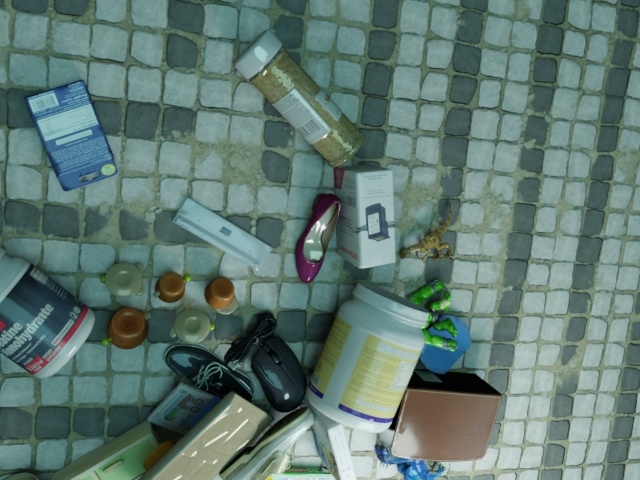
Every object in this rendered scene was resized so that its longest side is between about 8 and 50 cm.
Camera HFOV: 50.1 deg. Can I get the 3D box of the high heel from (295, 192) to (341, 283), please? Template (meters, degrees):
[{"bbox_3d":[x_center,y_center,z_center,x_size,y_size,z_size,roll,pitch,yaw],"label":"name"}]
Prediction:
[{"bbox_3d":[0.000,0.000,1.742,0.082,0.117,0.244,16,95,-20],"label":"high heel"}]

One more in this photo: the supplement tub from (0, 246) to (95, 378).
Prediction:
[{"bbox_3d":[-0.661,0.159,1.518,0.272,0.191,0.191,43,86,-21],"label":"supplement tub"}]

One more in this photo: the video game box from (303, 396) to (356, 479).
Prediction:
[{"bbox_3d":[0.024,0.528,1.806,0.048,0.205,0.187,-16,105,-16],"label":"video game box"}]

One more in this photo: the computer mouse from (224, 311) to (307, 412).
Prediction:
[{"bbox_3d":[-0.113,0.338,1.769,0.188,0.072,0.272,-46,117,-33],"label":"computer mouse"}]

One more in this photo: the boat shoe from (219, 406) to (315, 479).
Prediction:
[{"bbox_3d":[-0.121,0.555,1.793,0.302,0.113,0.103,-40,89,11],"label":"boat shoe"}]

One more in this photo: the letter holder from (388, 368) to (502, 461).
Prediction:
[{"bbox_3d":[0.322,0.492,1.927,0.301,0.152,0.215,8,100,-19],"label":"letter holder"}]

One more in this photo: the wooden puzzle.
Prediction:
[{"bbox_3d":[-0.290,0.503,1.677,0.322,0.348,0.080,-43,65,-7],"label":"wooden puzzle"}]

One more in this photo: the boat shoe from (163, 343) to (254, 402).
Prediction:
[{"bbox_3d":[-0.280,0.345,1.738,0.254,0.079,0.095,36,92,-20],"label":"boat shoe"}]

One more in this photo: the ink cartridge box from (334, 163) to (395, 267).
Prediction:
[{"bbox_3d":[0.110,-0.066,1.735,0.100,0.172,0.237,-7,103,-17],"label":"ink cartridge box"}]

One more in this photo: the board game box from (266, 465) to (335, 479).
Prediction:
[{"bbox_3d":[-0.087,0.784,1.905,0.213,0.046,0.317,7,98,-20],"label":"board game box"}]

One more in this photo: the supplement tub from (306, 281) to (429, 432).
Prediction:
[{"bbox_3d":[0.126,0.298,1.776,0.241,0.241,0.331,21,93,-21],"label":"supplement tub"}]

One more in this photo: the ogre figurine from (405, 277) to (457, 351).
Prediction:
[{"bbox_3d":[0.306,0.213,1.893,0.118,0.097,0.197,-10,97,-9],"label":"ogre figurine"}]

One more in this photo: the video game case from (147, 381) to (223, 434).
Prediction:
[{"bbox_3d":[-0.333,0.430,1.725,0.143,0.019,0.157,30,118,-27],"label":"video game case"}]

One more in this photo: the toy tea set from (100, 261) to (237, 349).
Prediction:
[{"bbox_3d":[-0.371,0.169,1.678,0.336,0.124,0.200,6,69,-16],"label":"toy tea set"}]

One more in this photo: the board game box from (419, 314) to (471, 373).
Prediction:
[{"bbox_3d":[0.347,0.292,1.959,0.168,0.033,0.133,-44,105,-11],"label":"board game box"}]

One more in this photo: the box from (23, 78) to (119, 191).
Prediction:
[{"bbox_3d":[-0.561,-0.236,1.556,0.136,0.036,0.225,-21,105,-13],"label":"box"}]

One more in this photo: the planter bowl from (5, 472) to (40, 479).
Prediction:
[{"bbox_3d":[-0.700,0.652,1.632,0.162,0.162,0.109,-39,136,-7],"label":"planter bowl"}]

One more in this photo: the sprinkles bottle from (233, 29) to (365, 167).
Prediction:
[{"bbox_3d":[-0.048,-0.338,1.660,0.121,0.121,0.355,-47,111,-5],"label":"sprinkles bottle"}]

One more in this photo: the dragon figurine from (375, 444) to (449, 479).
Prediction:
[{"bbox_3d":[0.278,0.670,1.978,0.144,0.085,0.289,-39,105,-5],"label":"dragon figurine"}]

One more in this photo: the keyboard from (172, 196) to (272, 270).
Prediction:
[{"bbox_3d":[-0.243,-0.014,1.718,0.256,0.014,0.072,32,85,-21],"label":"keyboard"}]

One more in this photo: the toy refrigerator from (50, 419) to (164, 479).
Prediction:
[{"bbox_3d":[-0.519,0.568,1.696,0.269,0.094,0.102,-28,108,-11],"label":"toy refrigerator"}]

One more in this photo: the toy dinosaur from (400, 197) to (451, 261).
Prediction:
[{"bbox_3d":[0.315,-0.004,1.873,0.211,0.064,0.112,-39,108,-8],"label":"toy dinosaur"}]
